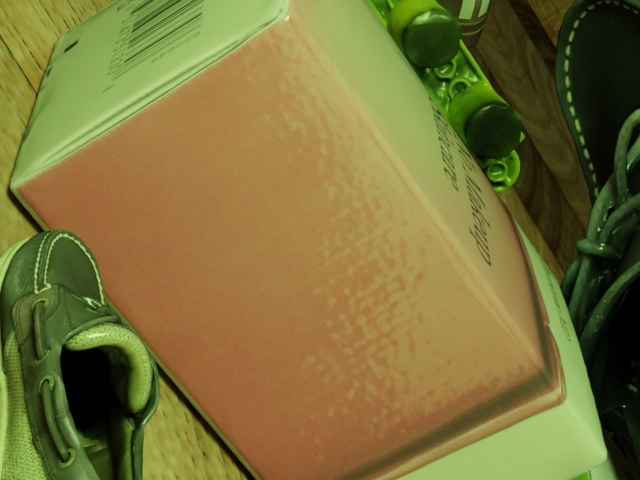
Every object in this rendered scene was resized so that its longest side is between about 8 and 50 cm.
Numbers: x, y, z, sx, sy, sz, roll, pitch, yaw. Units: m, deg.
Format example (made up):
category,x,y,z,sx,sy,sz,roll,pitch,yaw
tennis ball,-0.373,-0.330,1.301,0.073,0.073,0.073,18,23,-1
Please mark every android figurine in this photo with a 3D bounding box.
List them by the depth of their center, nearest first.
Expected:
category,x,y,z,sx,sy,sz,roll,pitch,yaw
android figurine,0.070,-0.151,1.243,0.248,0.056,0.273,53,2,-25

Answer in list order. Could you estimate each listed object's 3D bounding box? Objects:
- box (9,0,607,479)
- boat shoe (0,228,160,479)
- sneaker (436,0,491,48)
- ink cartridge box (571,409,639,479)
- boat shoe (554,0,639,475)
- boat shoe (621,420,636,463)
category,x,y,z,sx,sy,sz,roll,pitch,yaw
box,0.000,0.000,0.671,0.232,0.127,0.148,52,16,-25
boat shoe,-0.073,0.045,0.499,0.056,0.049,0.152,49,18,-34
sneaker,0.044,-0.261,1.411,0.281,0.106,0.162,48,-23,27
ink cartridge box,0.147,0.194,0.831,0.189,0.097,0.255,53,16,-16
boat shoe,0.186,0.023,0.754,0.500,0.156,0.187,-103,-161,-45
boat shoe,0.142,0.140,0.951,0.080,0.076,0.228,18,63,-36
